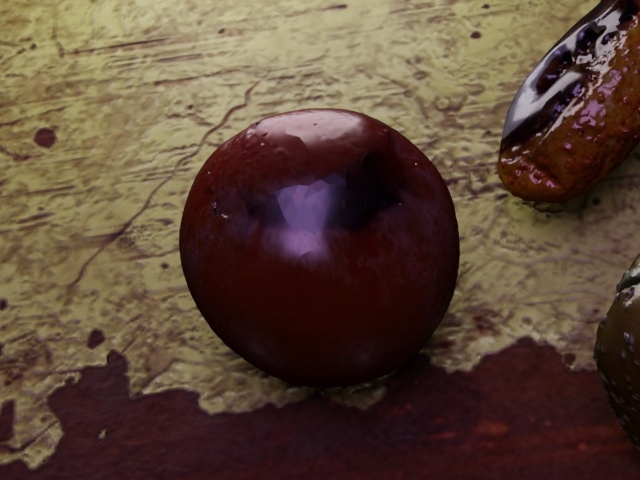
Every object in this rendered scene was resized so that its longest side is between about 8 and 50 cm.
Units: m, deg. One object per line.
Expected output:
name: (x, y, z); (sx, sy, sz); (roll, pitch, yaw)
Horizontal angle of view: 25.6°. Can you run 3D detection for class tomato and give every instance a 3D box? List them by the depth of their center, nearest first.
tomato: (0.000, 0.000, 1.043); (0.208, 0.184, 0.208); (-6, 57, 9)

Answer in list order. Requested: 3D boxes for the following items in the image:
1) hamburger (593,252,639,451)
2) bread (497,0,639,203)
hamburger: (0.274, 0.084, 0.924); (0.189, 0.215, 0.122); (22, 58, 23)
bread: (0.234, -0.135, 1.132); (0.269, 0.095, 0.139); (-51, 19, -28)
